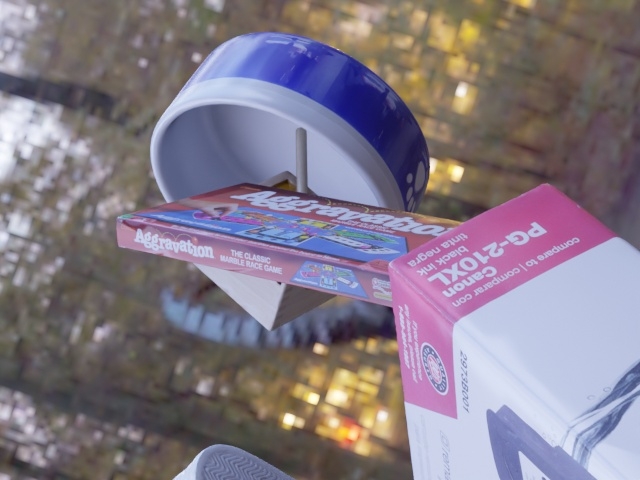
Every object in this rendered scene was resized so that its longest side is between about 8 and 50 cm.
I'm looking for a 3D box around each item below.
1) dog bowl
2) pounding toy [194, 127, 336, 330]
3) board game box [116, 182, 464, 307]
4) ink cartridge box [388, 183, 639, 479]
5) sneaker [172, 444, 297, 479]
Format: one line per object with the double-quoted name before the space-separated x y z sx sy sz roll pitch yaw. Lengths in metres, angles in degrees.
"dog bowl" -0.029 -0.075 1.753 0.265 0.265 0.104 103 -166 -53
"pounding toy" -0.032 -0.013 1.658 0.141 0.130 0.100 -27 -32 -41
"board game box" 0.000 0.000 1.292 0.145 0.281 0.027 -16 -69 -48
"ink cartridge box" 0.139 0.113 0.782 0.100 0.237 0.172 -26 -48 -20
"sneaker" -0.034 0.300 1.568 0.169 0.292 0.108 -41 21 38
